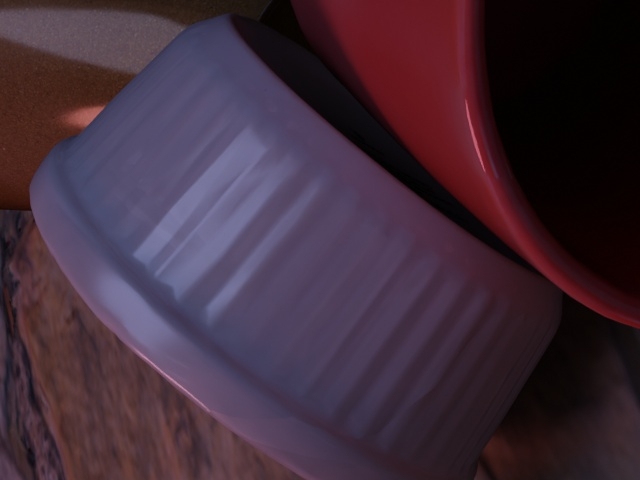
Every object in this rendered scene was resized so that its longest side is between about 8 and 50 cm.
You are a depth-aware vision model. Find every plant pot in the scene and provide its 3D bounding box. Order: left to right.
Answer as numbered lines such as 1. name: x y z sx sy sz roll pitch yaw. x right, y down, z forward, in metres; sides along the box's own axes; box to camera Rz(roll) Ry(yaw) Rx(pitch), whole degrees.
1. plant pot: -0.105 -0.117 0.957 0.254 0.237 0.237 12 88 36
2. plant pot: 0.118 -0.125 0.652 0.243 0.275 0.275 33 105 61

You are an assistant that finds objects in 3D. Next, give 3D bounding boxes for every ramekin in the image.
1. ramekin: 0.000 0.000 0.743 0.127 0.273 0.273 -52 43 11
